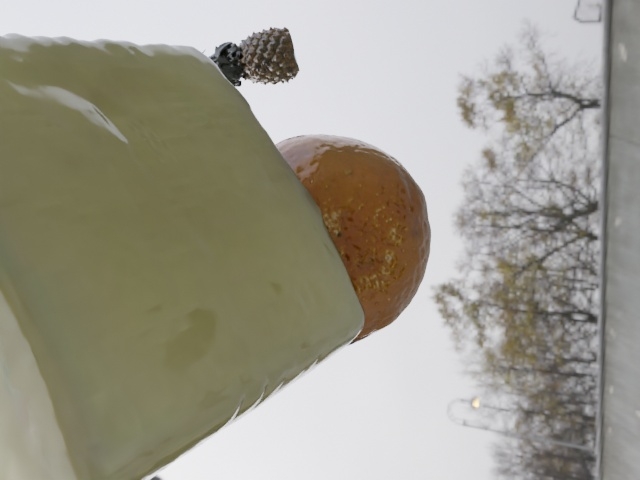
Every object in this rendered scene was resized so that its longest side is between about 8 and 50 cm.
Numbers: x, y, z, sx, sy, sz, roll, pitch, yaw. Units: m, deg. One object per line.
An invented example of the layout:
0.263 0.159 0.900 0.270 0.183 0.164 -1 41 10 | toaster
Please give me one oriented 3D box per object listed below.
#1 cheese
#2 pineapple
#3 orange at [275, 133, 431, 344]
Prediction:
-0.117 0.005 0.449 0.242 0.124 0.265 54 -152 9 | cheese
-0.110 -0.224 0.979 0.074 0.159 0.074 168 90 -87 | pineapple
0.002 0.001 0.636 0.155 0.178 0.177 -89 3 -88 | orange
